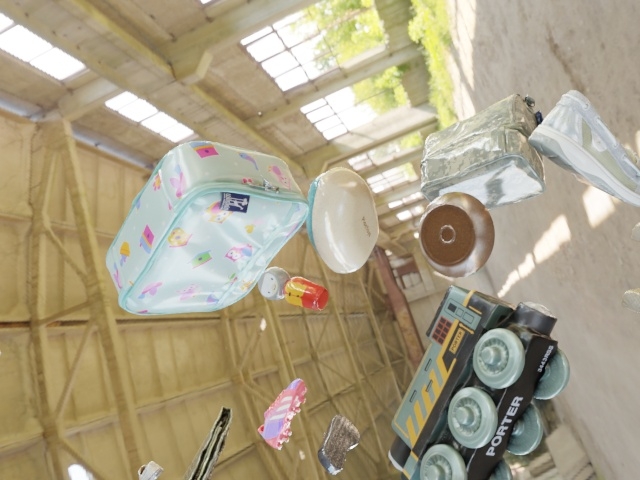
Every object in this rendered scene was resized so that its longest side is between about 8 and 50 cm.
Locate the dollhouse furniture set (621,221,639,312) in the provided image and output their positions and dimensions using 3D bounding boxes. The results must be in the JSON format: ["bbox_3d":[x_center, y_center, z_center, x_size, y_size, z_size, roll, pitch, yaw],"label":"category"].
[{"bbox_3d":[0.286,-0.049,0.205,0.242,0.161,0.212,-153,60,-61],"label":"dollhouse furniture set"}]

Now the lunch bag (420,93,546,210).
[{"bbox_3d":[0.431,-0.231,1.410,0.212,0.305,0.256,30,-127,-39],"label":"lunch bag"}]

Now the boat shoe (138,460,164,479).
[{"bbox_3d":[-0.315,0.425,0.964,0.035,0.100,0.035,45,-131,6],"label":"boat shoe"}]

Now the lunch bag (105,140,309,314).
[{"bbox_3d":[-0.153,-0.007,0.755,0.224,0.279,0.108,8,-136,-45],"label":"lunch bag"}]

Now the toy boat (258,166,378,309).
[{"bbox_3d":[0.000,0.000,1.102,0.318,0.148,0.267,-59,-32,-28],"label":"toy boat"}]

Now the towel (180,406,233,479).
[{"bbox_3d":[-0.273,0.533,1.037,0.056,0.324,0.312,28,-159,-2],"label":"towel"}]

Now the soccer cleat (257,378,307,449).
[{"bbox_3d":[-0.111,0.478,1.481,0.083,0.095,0.248,-29,-37,-56],"label":"soccer cleat"}]

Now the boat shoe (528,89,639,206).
[{"bbox_3d":[0.486,-0.144,0.903,0.320,0.103,0.118,20,-162,-31],"label":"boat shoe"}]

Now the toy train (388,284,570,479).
[{"bbox_3d":[0.211,0.225,0.758,0.142,0.334,0.190,18,-171,-29],"label":"toy train"}]

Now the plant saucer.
[{"bbox_3d":[0.297,-0.013,1.203,0.036,0.198,0.199,-1,-112,-45],"label":"plant saucer"}]

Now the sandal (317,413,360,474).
[{"bbox_3d":[0.039,0.542,1.416,0.097,0.054,0.254,48,-164,11],"label":"sandal"}]
